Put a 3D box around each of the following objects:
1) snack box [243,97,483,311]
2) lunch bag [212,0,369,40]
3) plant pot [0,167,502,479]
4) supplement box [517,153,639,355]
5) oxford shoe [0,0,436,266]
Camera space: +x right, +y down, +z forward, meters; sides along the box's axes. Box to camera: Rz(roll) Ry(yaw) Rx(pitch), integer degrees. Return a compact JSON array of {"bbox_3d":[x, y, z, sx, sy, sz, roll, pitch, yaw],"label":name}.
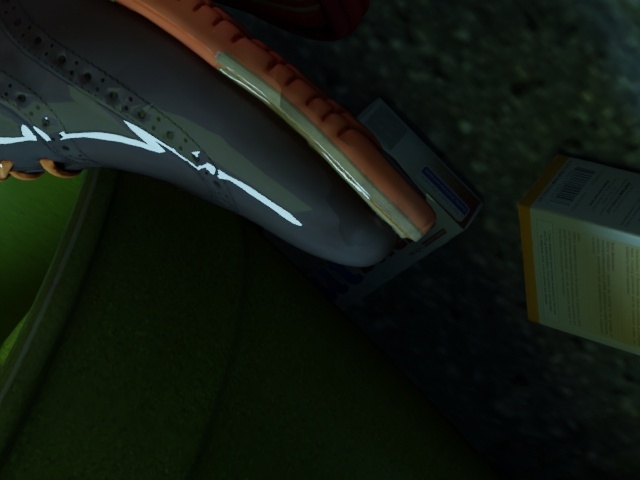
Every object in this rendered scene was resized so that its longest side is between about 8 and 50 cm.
[{"bbox_3d":[0.000,0.000,0.669,0.064,0.022,0.178,44,144,-6],"label":"snack box"},{"bbox_3d":[-0.097,-0.178,0.446,0.293,0.120,0.258,28,177,12],"label":"lunch bag"},{"bbox_3d":[-0.053,0.176,0.638,0.353,0.366,0.366,33,148,-20],"label":"plant pot"},{"bbox_3d":[0.127,0.011,0.549,0.098,0.036,0.062,18,137,30],"label":"supplement box"},{"bbox_3d":[-0.092,-0.048,0.466,0.271,0.098,0.097,29,178,17],"label":"oxford shoe"}]
